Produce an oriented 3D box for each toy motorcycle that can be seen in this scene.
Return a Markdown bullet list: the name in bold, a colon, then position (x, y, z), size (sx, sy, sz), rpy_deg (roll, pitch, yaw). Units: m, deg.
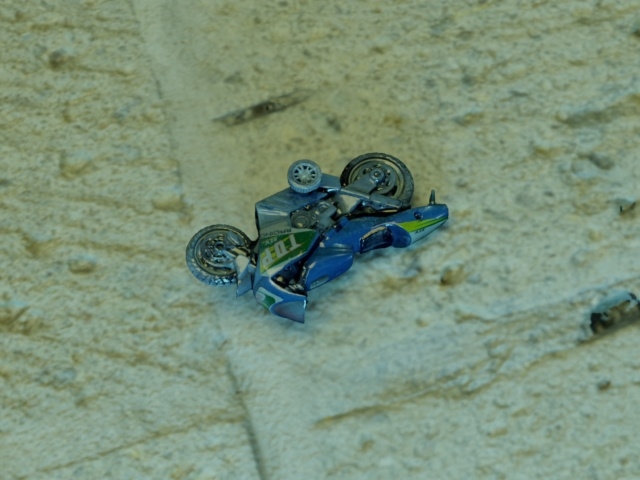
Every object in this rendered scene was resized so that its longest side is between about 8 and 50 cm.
- **toy motorcycle**: position (0.000, 0.000, 1.636), size (0.254, 0.092, 0.135), rpy_deg (-26, 65, -17)
